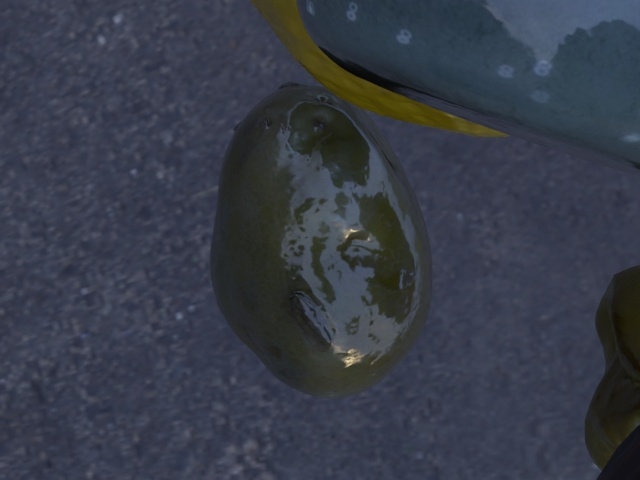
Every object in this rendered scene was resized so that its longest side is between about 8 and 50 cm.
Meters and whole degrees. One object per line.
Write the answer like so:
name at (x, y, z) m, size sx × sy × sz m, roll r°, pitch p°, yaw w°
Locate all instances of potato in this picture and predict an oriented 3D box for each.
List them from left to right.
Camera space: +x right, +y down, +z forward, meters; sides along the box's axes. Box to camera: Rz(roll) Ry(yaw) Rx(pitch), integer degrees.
potato at (0.000, 0.000, 1.015) m, size 0.160 × 0.178 × 0.235 m, roll -28°, pitch 139°, yaw -17°

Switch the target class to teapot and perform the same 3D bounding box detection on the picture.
teapot at (0.086, -0.104, 0.555) m, size 0.294 × 0.193 × 0.130 m, roll 19°, pitch 95°, yaw -3°

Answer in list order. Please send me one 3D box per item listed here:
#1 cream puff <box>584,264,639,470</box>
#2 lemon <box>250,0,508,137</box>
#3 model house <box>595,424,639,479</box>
cream puff at (0.303, 0.079, 0.943) m, size 0.323 × 0.274 × 0.270 m, roll -69°, pitch 160°, yaw -10°
lemon at (0.089, -0.217, 0.813) m, size 0.336 × 0.336 × 0.336 m, roll 15°, pitch 68°, yaw -41°
model house at (0.150, 0.197, 0.353) m, size 0.317 × 0.282 × 0.297 m, roll -85°, pitch 151°, yaw -61°
